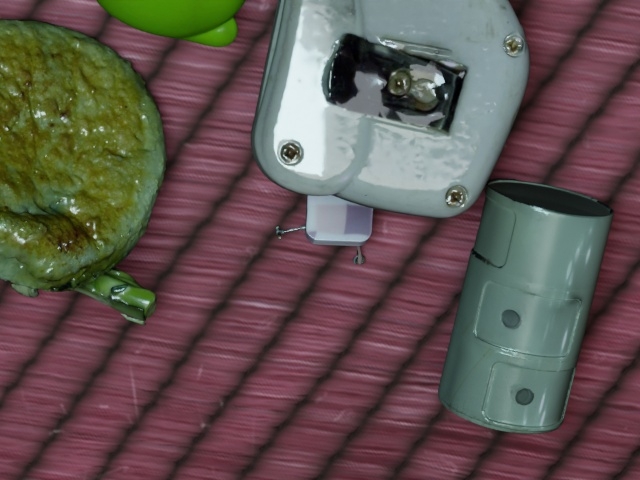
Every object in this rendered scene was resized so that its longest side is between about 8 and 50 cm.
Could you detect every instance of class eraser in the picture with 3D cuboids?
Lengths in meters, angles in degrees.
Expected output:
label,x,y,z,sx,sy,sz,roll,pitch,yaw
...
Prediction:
label,x,y,z,sx,sy,sz,roll,pitch,yaw
eraser,0.019,-0.049,1.637,0.065,0.026,0.105,3,79,-4

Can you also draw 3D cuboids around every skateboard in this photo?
label,x,y,z,sx,sy,sz,roll,pitch,yaw
skateboard,0.000,0.000,1.672,0.083,0.032,0.064,-9,115,-1

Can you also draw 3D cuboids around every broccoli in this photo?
label,x,y,z,sx,sy,sz,roll,pitch,yaw
broccoli,-0.242,0.019,1.614,0.204,0.118,0.122,30,97,13

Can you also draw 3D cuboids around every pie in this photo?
label,x,y,z,sx,sy,sz,roll,pitch,yaw
pie,-0.271,-0.085,1.554,0.277,0.277,0.078,34,140,-9

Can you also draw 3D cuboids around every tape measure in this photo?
label,x,y,z,sx,sy,sz,roll,pitch,yaw
tape measure,0.056,-0.159,1.560,0.265,0.130,0.258,11,91,-5

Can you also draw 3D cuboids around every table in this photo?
label,x,y,z,sx,sy,sz,roll,pitch,yaw
table,0.197,0.063,1.640,0.126,0.126,0.220,11,104,-4

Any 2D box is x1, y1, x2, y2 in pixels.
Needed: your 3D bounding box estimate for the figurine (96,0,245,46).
label,x,y,z,sx,sy,sz,roll,pitch,yaw
figurine,-0.170,-0.284,1.541,0.263,0.143,0.162,33,118,2
